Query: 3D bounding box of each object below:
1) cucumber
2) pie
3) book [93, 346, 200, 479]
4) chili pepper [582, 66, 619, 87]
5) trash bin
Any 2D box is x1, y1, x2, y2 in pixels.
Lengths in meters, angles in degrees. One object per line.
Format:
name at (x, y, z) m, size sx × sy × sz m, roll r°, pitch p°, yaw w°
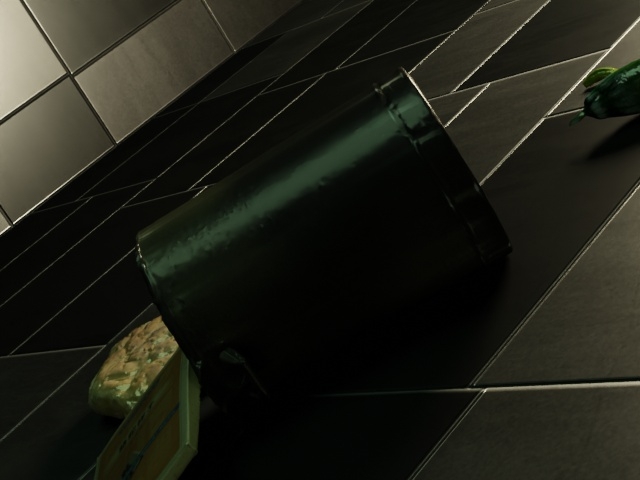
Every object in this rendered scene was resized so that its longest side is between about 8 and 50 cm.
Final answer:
cucumber at (0.367, -0.177, 1.372) m, size 0.250 × 0.056 × 0.056 m, roll -23°, pitch 19°, yaw 18°
pie at (-0.158, 0.124, 1.435) m, size 0.218 × 0.052 × 0.185 m, roll -24°, pitch 17°, yaw 17°
book at (-0.160, 0.193, 1.198) m, size 0.170 × 0.018 × 0.241 m, roll -53°, pitch 14°, yaw 11°
chili pepper at (0.327, -0.185, 1.526) m, size 0.030 × 0.017 × 0.083 m, roll -36°, pitch 18°, yaw -8°
trash bin at (0.000, 0.000, 1.259) m, size 0.302 × 0.203 × 0.252 m, roll -32°, pitch 36°, yaw 4°
